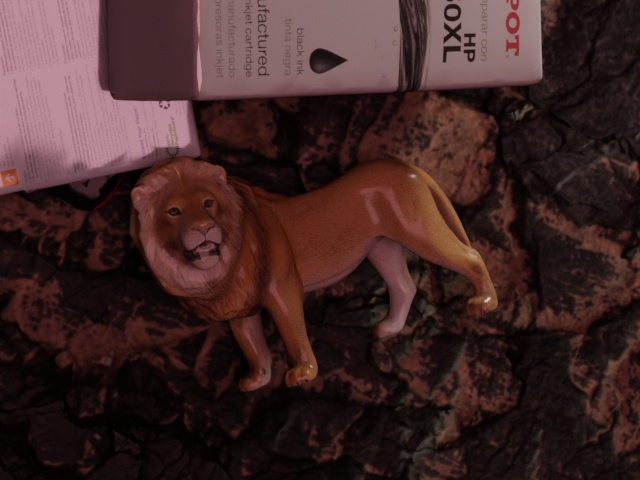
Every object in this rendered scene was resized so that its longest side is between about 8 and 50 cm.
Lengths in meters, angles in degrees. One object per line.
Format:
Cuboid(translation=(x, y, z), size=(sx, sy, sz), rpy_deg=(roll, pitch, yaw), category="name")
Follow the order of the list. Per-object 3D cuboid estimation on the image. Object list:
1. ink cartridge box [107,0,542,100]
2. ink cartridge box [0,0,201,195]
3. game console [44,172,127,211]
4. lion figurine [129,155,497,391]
Cuboid(translation=(0.009, -0.277, 1.788), size=(0.395, 0.166, 0.285), rpy_deg=(-6, 98, -35), category="ink cartridge box")
Cuboid(translation=(-0.240, -0.165, 1.800), size=(0.224, 0.045, 0.223), rpy_deg=(-12, 102, -12), category="ink cartridge box")
Cuboid(translation=(-0.289, -0.261, 1.829), size=(0.386, 0.060, 0.342), rpy_deg=(31, 91, -15), category="game console")
Cuboid(translation=(0.000, 0.000, 1.886), size=(0.392, 0.142, 0.240), rpy_deg=(-19, 96, -35), category="lion figurine")
